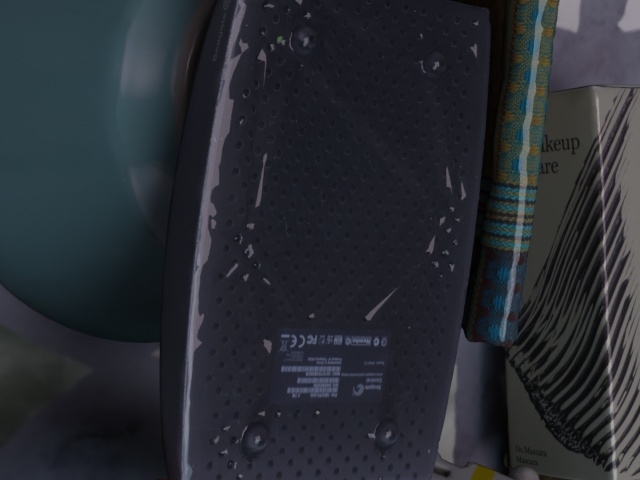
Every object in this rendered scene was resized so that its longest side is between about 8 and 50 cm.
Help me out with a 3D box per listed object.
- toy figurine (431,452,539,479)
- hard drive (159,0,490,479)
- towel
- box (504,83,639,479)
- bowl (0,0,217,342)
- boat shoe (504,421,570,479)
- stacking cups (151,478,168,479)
[{"bbox_3d":[0.105,0.253,0.895,0.213,0.148,0.210,77,36,-74],"label":"toy figurine"},{"bbox_3d":[0.000,0.000,0.679,0.172,0.054,0.255,4,95,-38],"label":"hard drive"},{"bbox_3d":[0.095,-0.141,0.822,0.040,0.271,0.370,6,95,-6],"label":"towel"},{"bbox_3d":[0.197,0.030,0.984,0.094,0.113,0.275,-4,89,-35],"label":"box"},{"bbox_3d":[-0.047,-0.081,0.768,0.311,0.163,0.312,-7,102,-36],"label":"bowl"},{"bbox_3d":[0.171,0.193,1.061,0.056,0.048,0.153,-30,108,-26],"label":"boat shoe"},{"bbox_3d":[-0.036,0.155,0.755,0.316,0.096,0.096,11,90,-72],"label":"stacking cups"}]
